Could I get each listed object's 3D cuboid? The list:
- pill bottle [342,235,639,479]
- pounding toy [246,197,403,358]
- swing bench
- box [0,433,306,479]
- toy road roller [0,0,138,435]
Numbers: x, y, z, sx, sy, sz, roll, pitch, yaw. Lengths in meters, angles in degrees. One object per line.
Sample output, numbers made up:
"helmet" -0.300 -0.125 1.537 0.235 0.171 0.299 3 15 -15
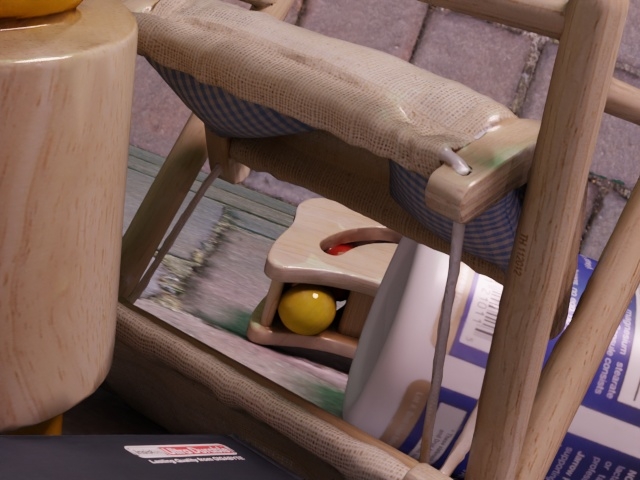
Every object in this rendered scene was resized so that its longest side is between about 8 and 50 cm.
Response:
"pill bottle" 0.159 0.090 0.693 0.265 0.153 0.153 21 6 -3
"pounding toy" 0.075 0.084 0.888 0.269 0.155 0.154 10 36 -10
"swing bench" 0.000 0.000 0.500 0.253 0.254 0.165 24 11 33
"box" -0.039 0.110 0.304 0.175 0.051 0.220 24 6 36
"toy road roller" -0.237 -0.051 0.415 0.240 0.202 0.329 -13 32 -38
